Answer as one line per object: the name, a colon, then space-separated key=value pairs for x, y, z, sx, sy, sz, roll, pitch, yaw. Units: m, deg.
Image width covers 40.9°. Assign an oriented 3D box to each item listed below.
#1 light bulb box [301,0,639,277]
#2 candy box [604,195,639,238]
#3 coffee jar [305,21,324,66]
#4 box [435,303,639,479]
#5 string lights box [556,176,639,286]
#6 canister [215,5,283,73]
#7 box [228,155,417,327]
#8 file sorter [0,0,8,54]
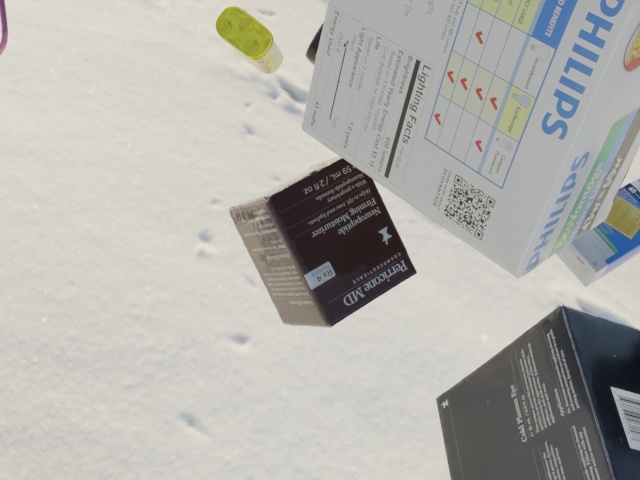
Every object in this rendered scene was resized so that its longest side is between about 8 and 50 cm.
light bulb box: x=0.202 y=-0.218 z=1.007 sx=0.361 sy=0.358 sz=0.225 roll=38 pitch=43 yaw=28
candy box: x=0.458 y=-0.082 z=1.477 sx=0.186 sy=0.053 sz=0.109 roll=30 pitch=14 yaw=-20
coffee jar: x=0.065 y=-0.338 z=1.581 sx=0.184 sy=0.096 sz=0.079 roll=30 pitch=-3 yaw=30
box: x=0.358 y=0.331 z=1.288 sx=0.179 sy=0.312 sz=0.343 roll=18 pitch=47 yaw=-27
string lights box: x=0.638 y=-0.023 z=1.857 sx=0.259 sy=0.077 sz=0.133 roll=-28 pitch=65 yaw=-18
canister: x=-0.149 y=-0.429 z=1.861 sx=0.126 sy=0.073 sz=0.170 roll=37 pitch=3 yaw=8
box: x=0.000 y=0.000 z=1.265 sx=0.168 sy=0.167 sz=0.203 roll=-30 pitch=98 yaw=-24
file sorter: x=-0.555 y=-0.306 z=1.030 sx=0.290 sy=0.202 sz=0.182 roll=-6 pitch=88 yaw=-51
